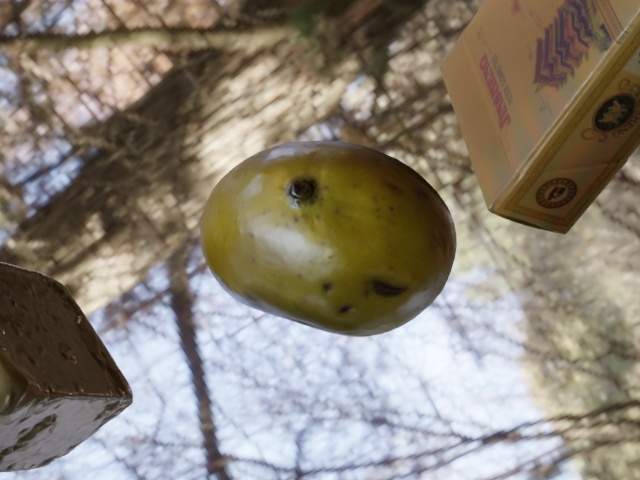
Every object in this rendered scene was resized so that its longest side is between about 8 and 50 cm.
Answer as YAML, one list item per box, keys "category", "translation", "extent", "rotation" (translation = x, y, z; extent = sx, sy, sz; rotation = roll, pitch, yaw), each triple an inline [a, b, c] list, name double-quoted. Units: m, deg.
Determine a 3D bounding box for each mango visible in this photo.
- category: "mango"
  translation: [0.000, 0.000, 0.615]
  extent: [0.103, 0.161, 0.076]
  rotation: [11, -94, -9]

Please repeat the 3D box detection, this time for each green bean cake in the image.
- category: "green bean cake"
  translation: [-0.195, 0.075, 0.859]
  extent: [0.109, 0.085, 0.179]
  rotation: [53, -173, 13]

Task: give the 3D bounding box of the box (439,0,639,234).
- category: "box"
  translation: [0.198, -0.162, 1.023]
  extent: [0.076, 0.274, 0.174]
  rotation: [16, -141, -24]
